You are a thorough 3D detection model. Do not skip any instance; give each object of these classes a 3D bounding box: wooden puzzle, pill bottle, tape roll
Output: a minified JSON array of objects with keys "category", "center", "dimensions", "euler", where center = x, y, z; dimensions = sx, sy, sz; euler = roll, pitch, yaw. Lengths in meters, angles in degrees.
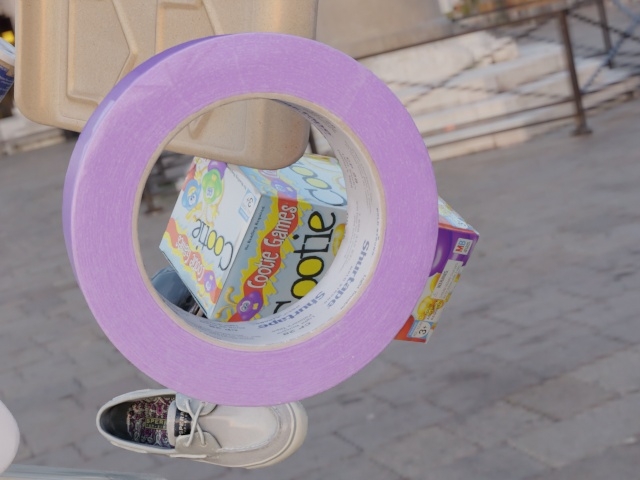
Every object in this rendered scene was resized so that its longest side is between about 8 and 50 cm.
[{"category":"wooden puzzle","center":[-0.141,-0.250,1.154],"dimensions":[0.347,0.322,0.080],"euler":[12,15,32]},{"category":"pill bottle","center":[-0.405,-0.181,1.432],"dimensions":[0.120,0.067,0.067],"euler":[-53,5,11]},{"category":"tape roll","center":[-0.053,-0.018,0.922],"dimensions":[0.274,0.275,0.090],"euler":[-16,13,-14]}]

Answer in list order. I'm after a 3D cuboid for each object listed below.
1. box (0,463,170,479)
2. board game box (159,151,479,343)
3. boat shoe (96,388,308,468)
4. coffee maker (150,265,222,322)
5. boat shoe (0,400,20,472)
[{"category":"box","center":[-0.300,0.300,1.341],"dimensions":[0.275,0.094,0.113],"euler":[8,-5,-22]},{"category":"board game box","center":[0.000,0.000,1.267],"dimensions":[0.275,0.142,0.144],"euler":[9,25,-35]},{"category":"boat shoe","center":[-0.122,0.181,1.181],"dimensions":[0.227,0.079,0.081],"euler":[-5,-10,33]},{"category":"coffee maker","center":[-0.133,0.120,1.421],"dimensions":[0.171,0.178,0.120],"euler":[-32,36,30]},{"category":"boat shoe","center":[-0.408,0.105,1.197],"dimensions":[0.108,0.301,0.102],"euler":[-42,19,-22]}]
